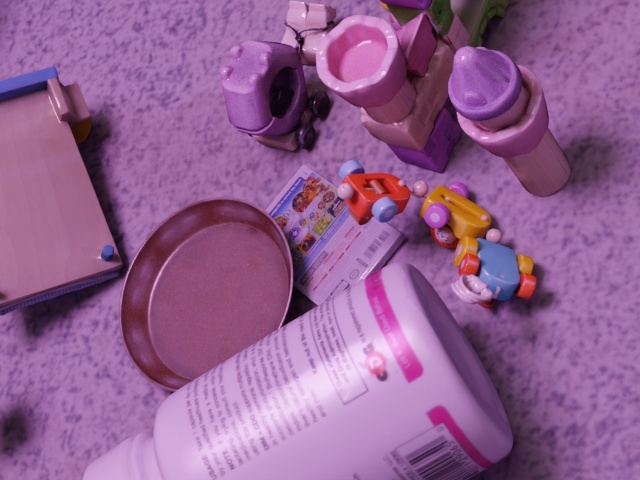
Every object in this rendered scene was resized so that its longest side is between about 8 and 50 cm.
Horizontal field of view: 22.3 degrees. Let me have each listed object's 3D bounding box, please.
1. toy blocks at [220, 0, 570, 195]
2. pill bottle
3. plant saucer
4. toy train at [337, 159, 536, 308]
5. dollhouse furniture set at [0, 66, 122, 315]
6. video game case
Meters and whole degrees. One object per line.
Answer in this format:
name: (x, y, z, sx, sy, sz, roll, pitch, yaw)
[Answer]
toy blocks: (0.063, -0.222, 1.261, 0.309, 0.260, 0.288, 14, 73, 31)
pill bottle: (-0.019, 0.150, 1.176, 0.283, 0.160, 0.160, -31, 56, 10)
plant saucer: (-0.089, 0.047, 1.337, 0.168, 0.029, 0.168, -12, 66, 27)
toy train: (0.085, 0.003, 1.237, 0.166, 0.125, 0.046, 48, 128, 31)
dollhouse furniture set: (-0.307, 0.041, 1.440, 0.303, 0.198, 0.286, -20, 77, -19)
video game case: (0.000, 0.000, 1.334, 0.122, 0.011, 0.087, 37, 86, 35)
